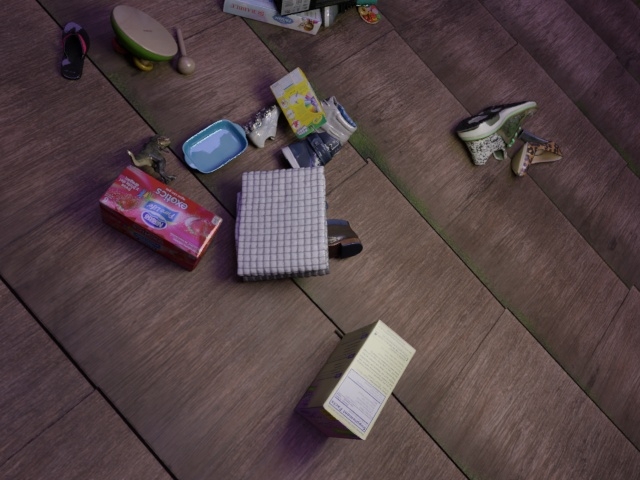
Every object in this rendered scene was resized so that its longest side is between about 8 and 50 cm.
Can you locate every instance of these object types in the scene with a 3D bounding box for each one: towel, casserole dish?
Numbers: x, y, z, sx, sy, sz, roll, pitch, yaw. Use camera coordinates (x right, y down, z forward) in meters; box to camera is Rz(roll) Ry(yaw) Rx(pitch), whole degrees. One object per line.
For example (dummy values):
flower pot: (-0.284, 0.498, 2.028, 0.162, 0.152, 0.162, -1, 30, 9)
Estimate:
towel: (-0.095, -0.041, 1.209, 0.235, 0.121, 0.283, -5, 71, 7)
casserole dish: (-0.290, -0.255, 1.296, 0.188, 0.037, 0.114, -40, 88, -22)

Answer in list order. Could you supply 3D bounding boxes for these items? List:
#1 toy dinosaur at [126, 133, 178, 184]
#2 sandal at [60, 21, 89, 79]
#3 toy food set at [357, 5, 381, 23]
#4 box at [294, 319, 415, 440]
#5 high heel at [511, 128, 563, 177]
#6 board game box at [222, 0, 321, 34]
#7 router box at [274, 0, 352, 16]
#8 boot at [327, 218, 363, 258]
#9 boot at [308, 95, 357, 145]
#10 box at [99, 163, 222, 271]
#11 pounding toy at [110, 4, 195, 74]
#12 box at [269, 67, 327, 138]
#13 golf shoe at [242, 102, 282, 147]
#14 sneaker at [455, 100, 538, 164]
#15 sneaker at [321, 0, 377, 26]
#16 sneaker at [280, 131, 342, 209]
toy dinosaur: (-0.410, -0.195, 1.169, 0.064, 0.268, 0.118, -34, 110, 8)
sandal: (-0.659, -0.514, 1.255, 0.067, 0.040, 0.179, 2, 70, -21)
toy food set: (0.180, -0.830, 1.716, 0.083, 0.020, 0.083, -29, 83, -28)
box: (0.080, 0.335, 1.122, 0.117, 0.213, 0.243, 41, 61, -2)
high heel: (0.802, -0.288, 1.708, 0.186, 0.093, 0.261, 28, 54, -3)
board game box: (-0.158, -0.869, 1.573, 0.319, 0.066, 0.317, 7, 68, -19)
router box: (-0.026, -0.873, 1.509, 0.309, 0.081, 0.242, -19, 78, -14)
boot: (0.000, 0.000, 1.315, 0.220, 0.082, 0.106, -4, 48, -15)
boot: (-0.004, -0.396, 1.407, 0.258, 0.123, 0.095, 46, 33, -5)
box: (-0.384, -0.049, 1.136, 0.257, 0.128, 0.122, 31, 62, -8)
pounding toy: (-0.488, -0.538, 1.314, 0.237, 0.110, 0.182, 2, 54, -52)
box: (-0.059, -0.393, 1.356, 0.105, 0.043, 0.179, -28, 84, 16)
golf shoe: (-0.157, -0.340, 1.385, 0.176, 0.069, 0.086, -54, 127, -35)
sneaker: (0.643, -0.385, 1.691, 0.411, 0.158, 0.181, -27, 113, -29)
sneaker: (0.107, -0.843, 1.626, 0.179, 0.123, 0.295, 11, 64, 5)
sneaker: (0.007, -0.205, 1.346, 0.164, 0.086, 0.226, -28, 81, -4)
